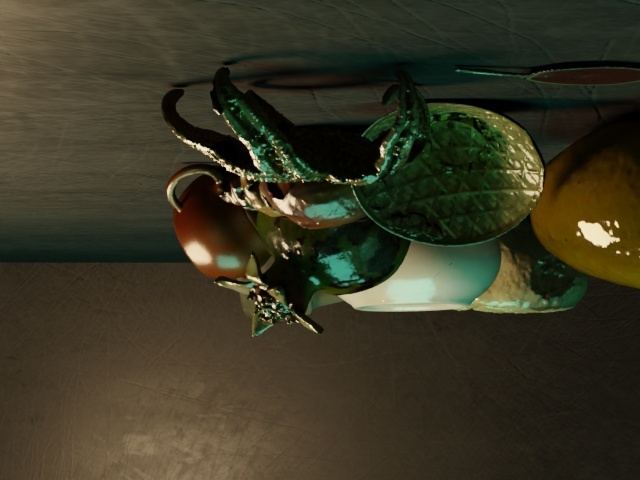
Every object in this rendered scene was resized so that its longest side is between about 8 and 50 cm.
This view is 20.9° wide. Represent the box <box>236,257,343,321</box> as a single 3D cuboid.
[{"bbox_3d":[-0.031,0.026,2.188,0.129,0.148,0.210,-11,179,-13],"label":"box"}]

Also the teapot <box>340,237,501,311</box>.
[{"bbox_3d":[0.093,0.010,1.965,0.204,0.139,0.298,1,175,-43],"label":"teapot"}]

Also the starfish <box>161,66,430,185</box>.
[{"bbox_3d":[-0.021,-0.073,1.135,0.190,0.074,0.146,1,-177,14],"label":"starfish"}]

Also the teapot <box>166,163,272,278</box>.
[{"bbox_3d":[-0.082,-0.026,1.715,0.116,0.116,0.173,-3,149,40],"label":"teapot"}]

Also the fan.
[{"bbox_3d":[0.148,-0.105,1.097,0.133,0.005,0.085,0,177,-15],"label":"fan"}]

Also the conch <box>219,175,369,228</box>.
[{"bbox_3d":[0.025,-0.050,1.404,0.233,0.080,0.086,-1,-176,11],"label":"conch"}]

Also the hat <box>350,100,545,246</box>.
[{"bbox_3d":[0.095,-0.070,1.298,0.146,0.067,0.146,3,135,3],"label":"hat"}]

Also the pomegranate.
[{"bbox_3d":[-0.002,-0.006,1.508,0.169,0.148,0.148,-41,-159,-31],"label":"pomegranate"}]

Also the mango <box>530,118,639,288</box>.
[{"bbox_3d":[0.261,-0.024,1.330,0.195,0.142,0.332,7,177,-22],"label":"mango"}]

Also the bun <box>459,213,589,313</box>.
[{"bbox_3d":[0.233,0.025,2.191,0.220,0.134,0.220,0,-179,0],"label":"bun"}]
